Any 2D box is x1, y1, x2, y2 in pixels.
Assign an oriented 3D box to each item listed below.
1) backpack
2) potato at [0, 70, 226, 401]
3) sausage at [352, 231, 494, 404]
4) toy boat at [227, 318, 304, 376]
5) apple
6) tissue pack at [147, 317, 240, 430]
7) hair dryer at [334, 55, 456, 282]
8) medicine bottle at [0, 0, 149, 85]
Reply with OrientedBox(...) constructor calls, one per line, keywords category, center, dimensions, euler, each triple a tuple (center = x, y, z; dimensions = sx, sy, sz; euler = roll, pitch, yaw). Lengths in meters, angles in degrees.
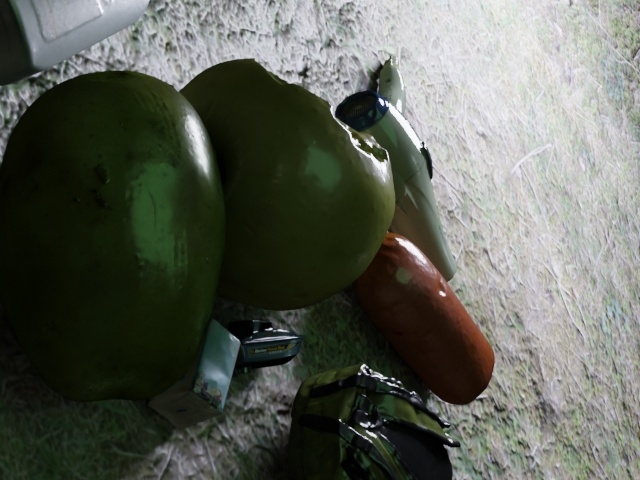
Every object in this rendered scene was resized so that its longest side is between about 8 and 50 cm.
OrientedBox(category="backpack", center=(0.062, 0.258, 1.597), dimensions=(0.253, 0.140, 0.207), euler=(52, 35, -35))
OrientedBox(category="potato", center=(-0.192, -0.005, 1.288), dimensions=(0.216, 0.216, 0.304), euler=(3, 85, -55))
OrientedBox(category="sausage", center=(0.128, 0.095, 1.800), dimensions=(0.259, 0.113, 0.113), euler=(51, 38, -31))
OrientedBox(category="toy boat", center=(-0.064, 0.116, 1.554), dimensions=(0.141, 0.055, 0.060), euler=(-1, 83, -56))
OrientedBox(category="apple", center=(-0.053, -0.051, 1.467), dimensions=(0.279, 0.279, 0.279), euler=(29, 52, -47))
OrientedBox(category="tissue pack", center=(-0.128, 0.135, 1.436), dimensions=(0.059, 0.074, 0.094), euler=(40, 45, -29))
OrientedBox(category="hair dryer", center=(0.119, -0.086, 1.901), dimensions=(0.298, 0.119, 0.296), euler=(-56, 128, -65))
OrientedBox(category="medicine bottle", center=(-0.260, -0.269, 1.396), dimensions=(0.296, 0.111, 0.161), euler=(-45, 114, -52))
